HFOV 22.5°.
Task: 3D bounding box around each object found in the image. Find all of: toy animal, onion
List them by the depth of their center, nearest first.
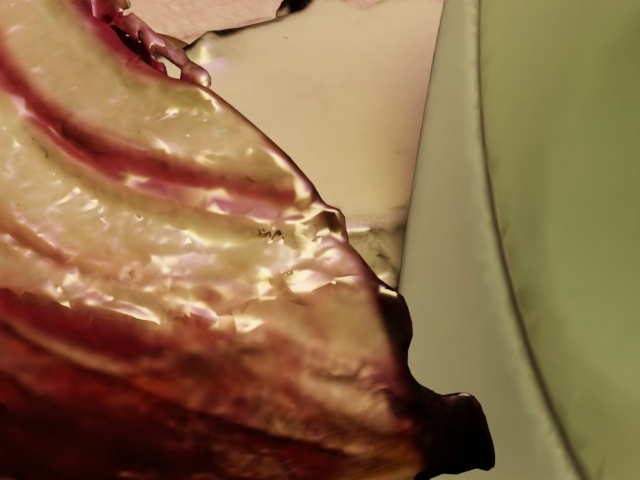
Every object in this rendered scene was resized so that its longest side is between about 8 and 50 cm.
[{"bbox_3d":[-0.100,0.024,0.536,0.146,0.280,0.314,-31,60,-27],"label":"onion"},{"bbox_3d":[0.000,0.000,0.705,0.208,0.156,0.204,-25,50,-33],"label":"toy animal"}]

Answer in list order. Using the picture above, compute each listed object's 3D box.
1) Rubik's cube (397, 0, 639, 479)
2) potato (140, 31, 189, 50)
[{"bbox_3d":[0.251,0.011,0.530,0.352,0.351,0.347,7,2,-29],"label":"Rubik's cube"},{"bbox_3d":[-0.138,-0.082,0.838,0.200,0.081,0.164,4,32,-30],"label":"potato"}]
